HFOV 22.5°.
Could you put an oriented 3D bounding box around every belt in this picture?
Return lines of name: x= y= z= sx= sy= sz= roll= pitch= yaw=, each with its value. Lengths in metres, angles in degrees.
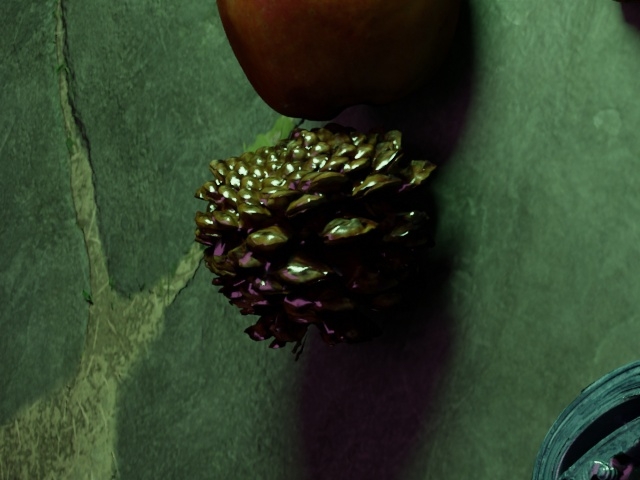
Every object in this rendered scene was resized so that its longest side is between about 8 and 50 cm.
belt: x=0.236 y=0.169 z=1.175 sx=0.190 sy=0.082 sz=0.141 roll=-40 pitch=48 yaw=36

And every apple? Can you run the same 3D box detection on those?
apple: x=0.018 y=-0.223 z=1.431 sx=0.234 sy=0.234 sz=0.234 roll=-16 pitch=69 yaw=47

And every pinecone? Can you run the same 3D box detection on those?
pinecone: x=0.000 y=0.000 z=1.419 sx=0.221 sy=0.221 sz=0.221 roll=-16 pitch=69 yaw=47

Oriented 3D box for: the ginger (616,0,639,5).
ginger: x=0.255 y=-0.227 z=1.257 sx=0.162 sy=0.073 sz=0.103 roll=50 pitch=119 yaw=43
